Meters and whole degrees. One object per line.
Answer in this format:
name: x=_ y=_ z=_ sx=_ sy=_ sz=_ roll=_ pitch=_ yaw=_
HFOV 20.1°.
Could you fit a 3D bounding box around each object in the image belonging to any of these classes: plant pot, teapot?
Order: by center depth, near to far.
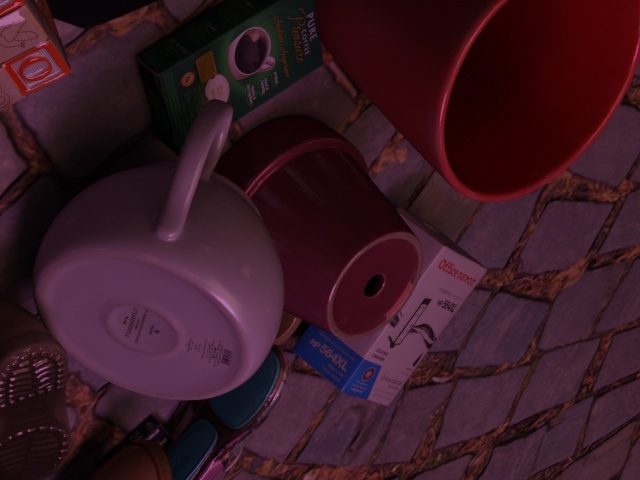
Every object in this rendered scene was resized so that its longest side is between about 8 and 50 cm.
teapot: x=-0.138 y=0.012 z=1.695 sx=0.252 sy=0.256 sz=0.187 roll=51 pitch=43 yaw=-32
plant pot: x=0.137 y=-0.211 z=1.743 sx=0.275 sy=0.243 sz=0.275 roll=-28 pitch=139 yaw=-27
plant pot: x=0.000 y=0.000 z=1.837 sx=0.201 sy=0.180 sz=0.201 roll=-27 pitch=137 yaw=-29

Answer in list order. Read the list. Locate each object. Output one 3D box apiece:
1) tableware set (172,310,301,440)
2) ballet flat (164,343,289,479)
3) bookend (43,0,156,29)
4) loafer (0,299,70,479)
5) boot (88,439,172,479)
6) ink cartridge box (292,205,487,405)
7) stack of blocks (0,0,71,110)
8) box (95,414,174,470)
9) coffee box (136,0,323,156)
tableware set: x=-0.072 y=0.133 z=1.995 sx=0.128 sy=0.039 sz=0.194 roll=6 pitch=116 yaw=-49
ballet flat: x=-0.097 y=0.199 z=1.961 sx=0.221 sy=0.077 sz=0.079 roll=-53 pitch=148 yaw=15
bookend: x=-0.167 y=-0.276 z=1.490 sx=0.157 sy=0.156 sz=0.072 roll=-17 pitch=161 yaw=34
loafer: x=-0.295 y=0.151 z=1.732 sx=0.101 sy=0.092 sz=0.268 roll=-10 pitch=145 yaw=-25
boot: x=-0.305 y=0.304 z=1.832 sx=0.269 sy=0.089 sz=0.236 roll=1 pitch=133 yaw=-46
ink cartridge box: x=0.081 y=0.077 z=2.057 sx=0.203 sy=0.086 sz=0.148 roll=-54 pitch=153 yaw=6
stack of blocks: x=-0.329 y=-0.203 z=1.336 sx=0.171 sy=0.087 sz=0.297 roll=-26 pitch=142 yaw=4
box: x=-0.199 y=0.238 z=1.970 sx=0.083 sy=0.018 sz=0.067 roll=-41 pitch=144 yaw=-12
coffee box: x=-0.082 y=-0.171 z=1.716 sx=0.184 sy=0.040 sz=0.113 roll=-35 pitch=142 yaw=-20
